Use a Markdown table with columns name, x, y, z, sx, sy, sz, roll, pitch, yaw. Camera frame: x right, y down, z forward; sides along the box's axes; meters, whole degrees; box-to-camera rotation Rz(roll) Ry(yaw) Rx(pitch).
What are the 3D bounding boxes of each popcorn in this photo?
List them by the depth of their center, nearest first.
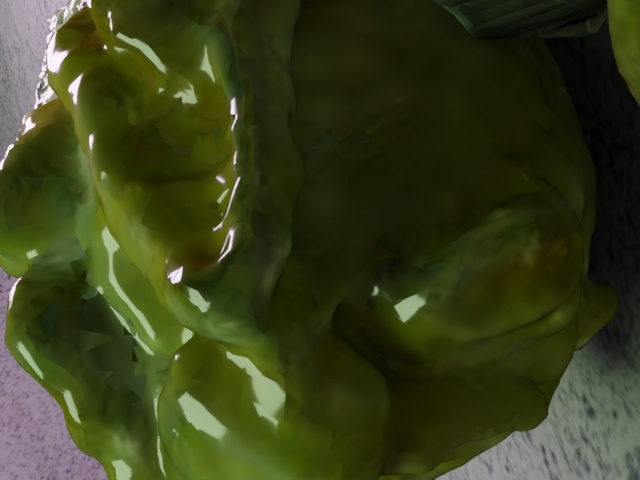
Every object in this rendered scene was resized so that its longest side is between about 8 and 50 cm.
| name | x | y | z | sx | sy | sz | roll | pitch | yaw |
| --- | --- | --- | --- | --- | --- | --- | --- | --- | --- |
| popcorn | -0.013 | -0.006 | 0.796 | 0.312 | 0.312 | 0.312 | 160 | 90 | -74 |

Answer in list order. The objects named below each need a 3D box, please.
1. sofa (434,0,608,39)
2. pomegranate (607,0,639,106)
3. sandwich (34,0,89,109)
| name | x | y | z | sx | sy | sz | roll | pitch | yaw |
| --- | --- | --- | --- | --- | --- | --- | --- | --- | --- |
| sofa | 0.092 | -0.200 | 0.634 | 0.210 | 0.176 | 0.225 | 68 | -168 | 8 |
| pomegranate | 0.221 | -0.012 | 0.241 | 0.358 | 0.216 | 0.310 | 44 | 174 | -23 |
| sandwich | -0.112 | -0.120 | 1.093 | 0.288 | 0.099 | 0.254 | -14 | -101 | -63 |
